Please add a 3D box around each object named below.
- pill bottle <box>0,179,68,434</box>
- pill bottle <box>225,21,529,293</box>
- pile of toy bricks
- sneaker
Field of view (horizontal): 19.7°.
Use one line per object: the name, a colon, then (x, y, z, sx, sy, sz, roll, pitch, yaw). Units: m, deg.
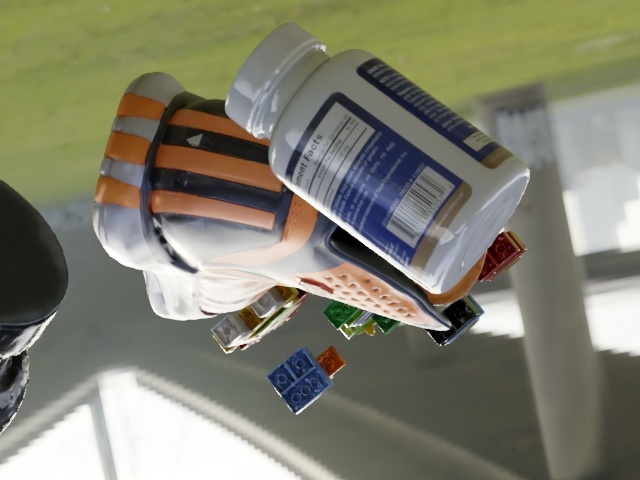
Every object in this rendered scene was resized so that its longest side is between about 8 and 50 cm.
pill bottle: (-0.205, 0.069, 0.807, 0.219, 0.123, 0.123, -48, 161, 30)
pill bottle: (0.021, -0.037, 0.765, 0.067, 0.120, 0.067, -49, 166, -16)
pile of toy bricks: (0.044, 0.028, 1.201, 0.212, 0.118, 0.105, -41, 170, 14)
sneaker: (0.000, 0.000, 0.989, 0.180, 0.124, 0.321, 13, 179, 8)
